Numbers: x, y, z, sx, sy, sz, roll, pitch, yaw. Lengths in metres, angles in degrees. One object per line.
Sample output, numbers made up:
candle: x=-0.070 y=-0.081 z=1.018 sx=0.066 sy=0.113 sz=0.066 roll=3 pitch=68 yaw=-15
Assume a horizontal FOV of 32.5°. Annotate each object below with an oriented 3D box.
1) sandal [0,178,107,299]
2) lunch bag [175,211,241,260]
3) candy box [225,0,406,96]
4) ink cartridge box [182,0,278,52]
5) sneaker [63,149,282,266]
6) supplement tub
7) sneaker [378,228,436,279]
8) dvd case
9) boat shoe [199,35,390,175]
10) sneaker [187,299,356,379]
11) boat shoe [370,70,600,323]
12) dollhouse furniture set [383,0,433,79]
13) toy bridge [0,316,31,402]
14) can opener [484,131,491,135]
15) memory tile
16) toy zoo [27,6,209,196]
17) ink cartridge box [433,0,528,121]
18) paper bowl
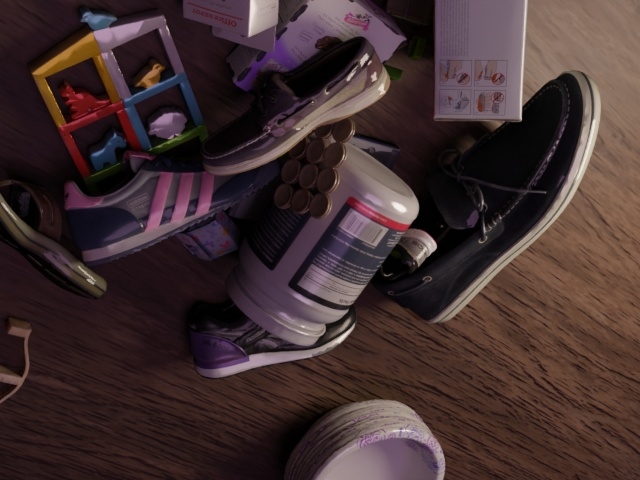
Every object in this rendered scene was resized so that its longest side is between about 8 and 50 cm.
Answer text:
sandal: x=-0.399 y=-0.027 z=1.522 sx=0.086 sy=0.120 sz=0.303 roll=-57 pitch=134 yaw=-17
lunch bag: x=-0.173 y=-0.007 z=1.665 sx=0.083 sy=0.053 sz=0.071 roll=-19 pitch=132 yaw=22
candy box: x=-0.006 y=-0.270 z=1.549 sx=0.165 sy=0.070 sz=0.196 roll=29 pitch=115 yaw=-37
ink cartridge box: x=-0.117 y=-0.341 z=1.431 sx=0.067 sy=0.115 sz=0.198 roll=-36 pitch=138 yaw=-45
sneaker: x=-0.206 y=-0.082 z=1.537 sx=0.319 sy=0.112 sz=0.131 roll=-27 pitch=100 yaw=-22
supplement tub: x=0.000 y=0.000 z=1.633 sx=0.191 sy=0.191 sz=0.272 roll=25 pitch=108 yaw=-36
sneaker: x=0.096 y=0.023 z=1.717 sx=0.075 sy=0.170 sz=0.063 roll=-53 pitch=127 yaw=-36
dvd case: x=-0.010 y=-0.095 z=1.707 sx=0.238 sy=0.029 sz=0.179 roll=13 pitch=114 yaw=-32
boat shoe: x=-0.045 y=-0.188 z=1.494 sx=0.285 sy=0.103 sz=0.092 roll=-27 pitch=129 yaw=1
sneaker: x=-0.074 y=0.128 z=1.776 sx=0.283 sy=0.107 sz=0.124 roll=-16 pitch=120 yaw=-17
boat shoe: x=0.252 y=-0.066 z=1.736 sx=0.156 sy=0.187 sz=0.500 roll=21 pitch=124 yaw=-27
dollhouse furniture set: x=0.115 y=-0.315 z=1.632 sx=0.076 sy=0.058 sz=0.152 roll=12 pitch=95 yaw=-24
toy bridge: x=-0.482 y=0.203 z=1.668 sx=0.063 sy=0.026 sz=0.188 roll=19 pitch=111 yaw=-35
can opener: x=0.341 y=-0.135 z=1.849 sx=0.186 sy=0.073 sz=0.059 roll=26 pitch=144 yaw=-33
memory tile: x=-0.009 y=-0.107 z=1.533 sx=0.012 sy=0.113 sz=0.148 roll=19 pitch=88 yaw=-46
toy zoo: x=-0.273 y=-0.190 z=1.514 sx=0.192 sy=0.030 sz=0.293 roll=-26 pitch=129 yaw=-9
ink cartridge box: x=0.228 y=-0.366 z=1.556 sx=0.130 sy=0.272 sz=0.309 roll=2 pitch=124 yaw=8
paper bowl: x=0.071 y=0.410 z=1.998 sx=0.284 sy=0.148 sz=0.284 roll=-13 pitch=125 yaw=-19
